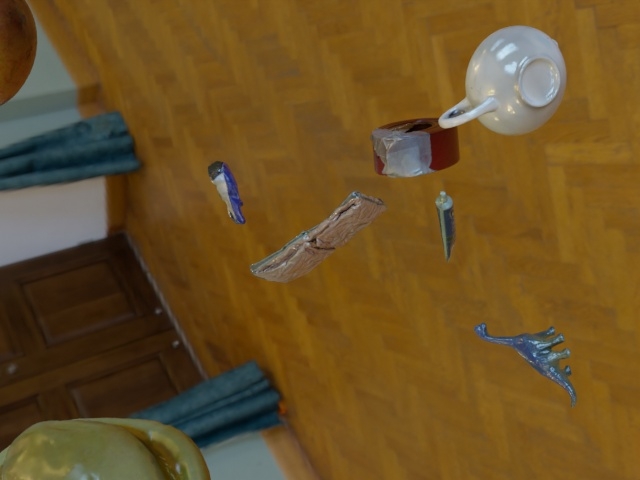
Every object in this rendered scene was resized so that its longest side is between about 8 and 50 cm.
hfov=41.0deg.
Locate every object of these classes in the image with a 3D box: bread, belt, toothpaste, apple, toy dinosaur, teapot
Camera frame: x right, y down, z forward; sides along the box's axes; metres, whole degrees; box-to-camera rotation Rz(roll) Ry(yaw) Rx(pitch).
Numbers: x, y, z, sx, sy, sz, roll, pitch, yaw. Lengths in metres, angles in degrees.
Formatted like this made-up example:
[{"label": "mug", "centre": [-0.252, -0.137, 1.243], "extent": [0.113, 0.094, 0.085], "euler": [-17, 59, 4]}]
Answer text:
[{"label": "bread", "centre": [-0.213, 0.329, 0.933], "extent": [0.301, 0.210, 0.341], "euler": [3, 115, 45]}, {"label": "belt", "centre": [0.255, -0.254, 2.292], "extent": [0.228, 0.324, 0.115], "euler": [-2, 107, 22]}, {"label": "toothpaste", "centre": [0.253, -0.032, 1.711], "extent": [0.035, 0.057, 0.197], "euler": [8, 146, 20]}, {"label": "apple", "centre": [-0.443, -0.262, 1.084], "extent": [0.173, 0.160, 0.195], "euler": [-117, 13, -78]}, {"label": "toy dinosaur", "centre": [0.486, 0.286, 1.994], "extent": [0.075, 0.188, 0.247], "euler": [74, 179, -71]}, {"label": "teapot", "centre": [0.256, -0.208, 1.142], "extent": [0.145, 0.226, 0.092], "euler": [65, 164, -17]}]

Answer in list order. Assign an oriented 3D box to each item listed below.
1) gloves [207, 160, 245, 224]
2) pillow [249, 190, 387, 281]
[{"label": "gloves", "centre": [-0.108, -0.057, 1.022], "extent": [0.064, 0.026, 0.086], "euler": [-117, 3, -61]}, {"label": "pillow", "centre": [0.000, 0.000, 1.408], "extent": [0.233, 0.126, 0.043], "euler": [-37, 72, 14]}]
